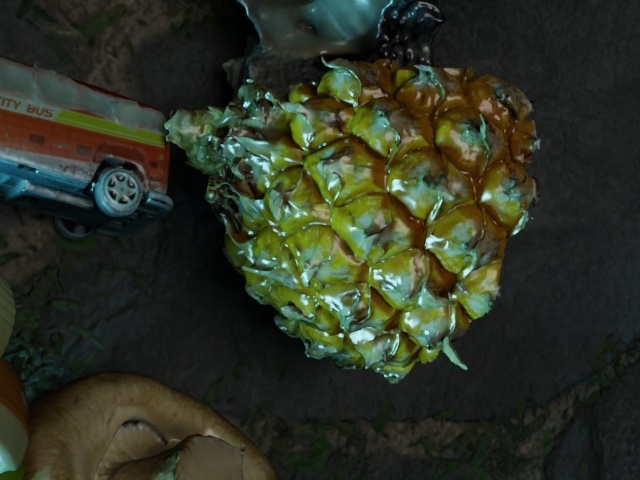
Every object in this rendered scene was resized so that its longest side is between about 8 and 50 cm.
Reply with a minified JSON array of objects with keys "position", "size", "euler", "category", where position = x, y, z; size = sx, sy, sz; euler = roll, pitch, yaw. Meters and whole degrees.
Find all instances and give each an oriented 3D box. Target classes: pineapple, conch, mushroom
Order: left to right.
[{"position":[-0.141,0.230,1.111],"size":[0.278,0.146,0.278],"euler":[32,32,-24],"category":"mushroom"},{"position":[-0.003,-0.001,1.124],"size":[0.286,0.344,0.209],"euler":[18,39,-20],"category":"pineapple"},{"position":[0.002,-0.174,1.266],"size":[0.241,0.186,0.313],"euler":[-21,117,-22],"category":"conch"}]

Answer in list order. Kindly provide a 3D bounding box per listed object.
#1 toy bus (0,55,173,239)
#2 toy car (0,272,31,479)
[{"position":[-0.259,-0.086,1.122],"size":[0.265,0.121,0.120],"euler":[16,69,-28],"category":"toy bus"},{"position":[-0.330,0.098,1.026],"size":[0.235,0.235,0.145],"euler":[-57,144,-22],"category":"toy car"}]
